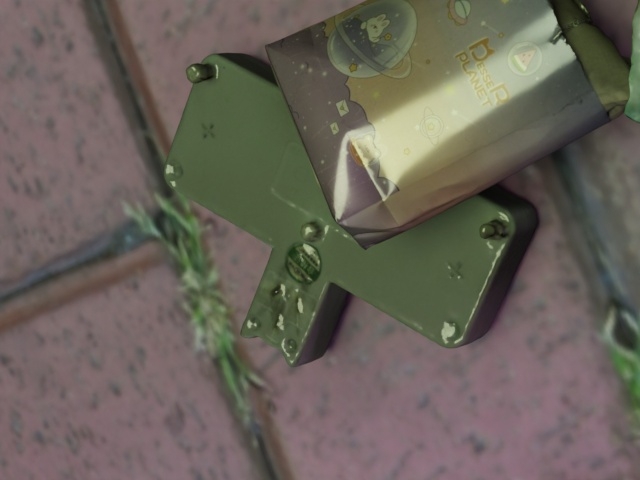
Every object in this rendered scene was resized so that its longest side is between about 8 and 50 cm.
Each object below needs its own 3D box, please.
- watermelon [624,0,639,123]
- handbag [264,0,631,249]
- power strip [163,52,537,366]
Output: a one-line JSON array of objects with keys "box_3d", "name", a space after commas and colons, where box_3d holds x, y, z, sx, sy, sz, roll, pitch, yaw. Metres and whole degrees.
[{"box_3d": [0.273, -0.172, 0.660, 0.264, 0.151, 0.302, 2, 96, 31], "name": "watermelon"}, {"box_3d": [0.072, -0.080, 0.804, 0.173, 0.095, 0.117, -25, 70, 12], "name": "handbag"}, {"box_3d": [0.000, 0.000, 0.901, 0.216, 0.061, 0.145, 30, 111, 24], "name": "power strip"}]
